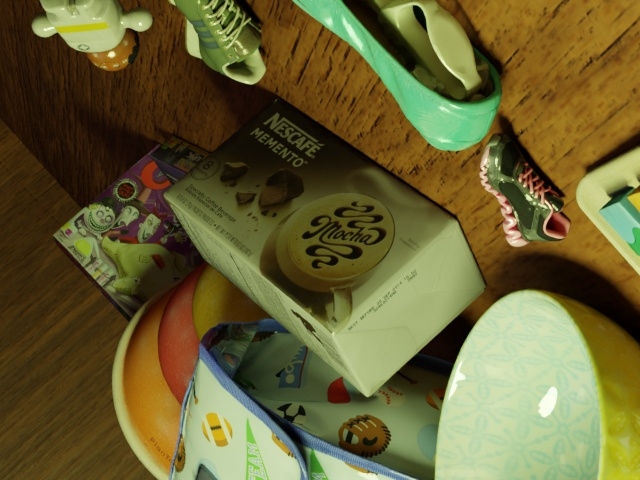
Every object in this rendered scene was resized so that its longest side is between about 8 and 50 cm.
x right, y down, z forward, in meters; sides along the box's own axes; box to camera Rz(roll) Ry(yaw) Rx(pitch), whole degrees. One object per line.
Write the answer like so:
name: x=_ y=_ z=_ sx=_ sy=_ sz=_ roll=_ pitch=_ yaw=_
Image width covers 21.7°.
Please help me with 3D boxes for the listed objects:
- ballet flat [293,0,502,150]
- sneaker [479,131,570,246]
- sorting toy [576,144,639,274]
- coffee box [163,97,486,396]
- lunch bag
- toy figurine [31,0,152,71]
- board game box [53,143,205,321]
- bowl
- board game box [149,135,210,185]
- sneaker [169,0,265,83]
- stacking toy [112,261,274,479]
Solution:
ballet flat: x=0.050 y=-0.178 z=1.255 sx=0.247 sy=0.083 sz=0.087 roll=48 pitch=143 yaw=1
sneaker: x=0.167 y=-0.040 z=1.335 sx=0.057 sy=0.047 sz=0.119 roll=9 pitch=145 yaw=36
sorting toy: x=0.267 y=0.017 z=1.158 sx=0.193 sy=0.038 sz=0.208 roll=49 pitch=167 yaw=0
coffee box: x=0.000 y=0.000 z=1.697 sx=0.297 sy=0.168 sz=0.119 roll=38 pitch=164 yaw=41
lunch bag: x=0.025 y=0.280 z=1.747 sx=0.385 sy=0.239 sz=0.328 roll=20 pitch=125 yaw=8
toy figurine: x=-0.191 y=-0.269 z=1.457 sx=0.209 sy=0.213 sz=0.148 roll=41 pitch=175 yaw=20
board game box: x=-0.190 y=0.049 z=2.371 sx=0.347 sy=0.208 sz=0.056 roll=44 pitch=163 yaw=15
bowl: x=0.231 y=0.192 z=1.450 sx=0.156 sy=0.289 sz=0.289 roll=7 pitch=-177 yaw=-22
board game box: x=-0.146 y=-0.060 z=2.266 sx=0.141 sy=0.048 sz=0.170 roll=55 pitch=166 yaw=-29
sneaker: x=-0.092 y=-0.216 z=1.623 sx=0.086 sy=0.064 sz=0.192 roll=36 pitch=164 yaw=17
stacking toy: x=-0.051 y=0.104 z=2.044 sx=0.350 sy=0.350 sz=0.480 roll=46 pitch=149 yaw=10
